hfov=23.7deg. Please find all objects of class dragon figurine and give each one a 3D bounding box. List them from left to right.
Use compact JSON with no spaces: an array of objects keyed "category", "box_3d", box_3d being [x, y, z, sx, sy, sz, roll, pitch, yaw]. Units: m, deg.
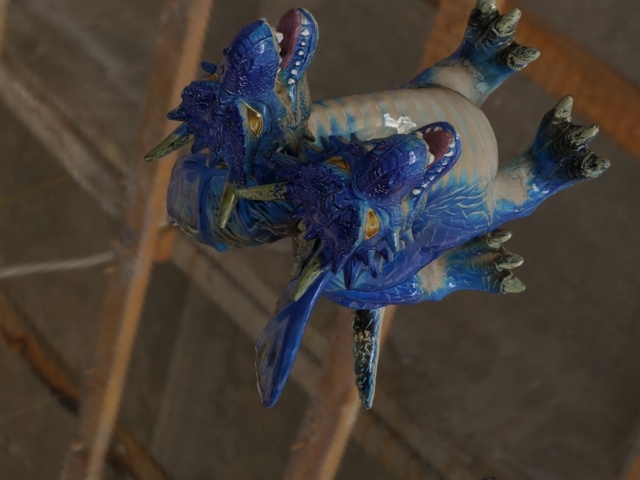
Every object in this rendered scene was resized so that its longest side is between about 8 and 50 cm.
[{"category":"dragon figurine","box_3d":[0.000,0.000,0.517,0.085,0.144,0.289,61,-25,13]}]

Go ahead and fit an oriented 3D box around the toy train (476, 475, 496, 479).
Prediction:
[{"category":"toy train","box_3d":[0.080,0.203,0.944,0.027,0.158,0.036,-14,-66,37]}]
